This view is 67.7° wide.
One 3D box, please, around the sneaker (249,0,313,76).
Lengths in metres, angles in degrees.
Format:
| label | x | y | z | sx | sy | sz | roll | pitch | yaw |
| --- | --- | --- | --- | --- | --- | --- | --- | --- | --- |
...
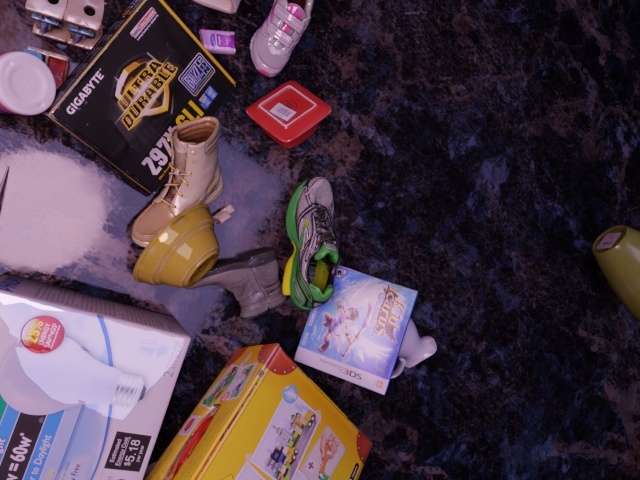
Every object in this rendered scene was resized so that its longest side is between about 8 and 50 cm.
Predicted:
| label | x | y | z | sx | sy | sz | roll | pitch | yaw |
| --- | --- | --- | --- | --- | --- | --- | --- | --- | --- |
| sneaker | -0.090 | -0.520 | 1.154 | 0.103 | 0.111 | 0.252 | 22 | 83 | -24 |

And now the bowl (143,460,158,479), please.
| label | x | y | z | sx | sy | sz | roll | pitch | yaw |
| --- | --- | --- | --- | --- | --- | --- | --- | --- | --- |
| bowl | -0.329 | 0.658 | 1.070 | 0.298 | 0.134 | 0.298 | -1 | 91 | -25 |

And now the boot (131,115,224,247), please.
| label | x | y | z | sx | sy | sz | roll | pitch | yaw |
| --- | --- | --- | --- | --- | --- | --- | --- | --- | --- |
| boot | -0.297 | -0.123 | 0.990 | 0.095 | 0.203 | 0.262 | 32 | 53 | 14 |

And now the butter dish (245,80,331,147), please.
| label | x | y | z | sx | sy | sz | roll | pitch | yaw |
| --- | --- | --- | --- | --- | --- | --- | --- | --- | --- |
| butter dish | -0.075 | -0.288 | 1.173 | 0.160 | 0.118 | 0.160 | -40 | 65 | -21 |

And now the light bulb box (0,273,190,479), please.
| label | x | y | z | sx | sy | sz | roll | pitch | yaw |
| --- | --- | --- | --- | --- | --- | --- | --- | --- | --- |
| light bulb box | -0.499 | 0.289 | 0.927 | 0.361 | 0.225 | 0.358 | 20 | 83 | -25 |

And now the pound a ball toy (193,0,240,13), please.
| label | x | y | z | sx | sy | sz | roll | pitch | yaw |
| --- | --- | --- | --- | --- | --- | --- | --- | --- | --- |
| pound a ball toy | -0.236 | -0.707 | 1.088 | 0.208 | 0.136 | 0.319 | 18 | 83 | 1 |

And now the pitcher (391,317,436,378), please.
| label | x | y | z | sx | sy | sz | roll | pitch | yaw |
| --- | --- | --- | --- | --- | --- | --- | --- | --- | --- |
| pitcher | 0.198 | 0.284 | 1.322 | 0.178 | 0.125 | 0.207 | -47 | 119 | 2 |

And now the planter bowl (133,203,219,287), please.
| label | x | y | z | sx | sy | sz | roll | pitch | yaw |
| --- | --- | --- | --- | --- | --- | --- | --- | --- | --- |
| planter bowl | -0.280 | 0.034 | 1.011 | 0.090 | 0.217 | 0.217 | 40 | 74 | 5 |

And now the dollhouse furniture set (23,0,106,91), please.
| label | x | y | z | sx | sy | sz | roll | pitch | yaw |
| --- | --- | --- | --- | --- | --- | --- | --- | --- | --- |
| dollhouse furniture set | -0.511 | -0.387 | 0.950 | 0.129 | 0.129 | 0.184 | 9 | 87 | -25 |

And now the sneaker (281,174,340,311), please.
| label | x | y | z | sx | sy | sz | roll | pitch | yaw |
| --- | --- | --- | --- | --- | --- | --- | --- | --- | --- |
| sneaker | 0.000 | 0.000 | 1.178 | 0.134 | 0.146 | 0.343 | 11 | 73 | -34 |

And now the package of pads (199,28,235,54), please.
| label | x | y | z | sx | sy | sz | roll | pitch | yaw |
| --- | --- | --- | --- | --- | --- | --- | --- | --- | --- |
| package of pads | -0.243 | -0.468 | 1.128 | 0.083 | 0.032 | 0.050 | -6 | 97 | -25 |

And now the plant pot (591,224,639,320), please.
| label | x | y | z | sx | sy | sz | roll | pitch | yaw |
| --- | --- | --- | --- | --- | --- | --- | --- | --- | --- |
| plant pot | 1.120 | 0.090 | 1.683 | 0.293 | 0.275 | 0.275 | 41 | 75 | -5 |

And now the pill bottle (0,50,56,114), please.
| label | x | y | z | sx | sy | sz | roll | pitch | yaw |
| --- | --- | --- | --- | --- | --- | --- | --- | --- | --- |
| pill bottle | -0.591 | -0.288 | 0.876 | 0.108 | 0.193 | 0.108 | -30 | 125 | -54 |

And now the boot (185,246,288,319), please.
| label | x | y | z | sx | sy | sz | roll | pitch | yaw |
| --- | --- | --- | --- | --- | --- | --- | --- | --- | --- |
| boot | -0.198 | 0.121 | 1.146 | 0.246 | 0.083 | 0.161 | -16 | 104 | -23 |

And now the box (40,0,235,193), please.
| label | x | y | z | sx | sy | sz | roll | pitch | yaw |
| --- | --- | --- | --- | --- | --- | --- | --- | --- | --- |
| box | -0.364 | -0.300 | 1.001 | 0.322 | 0.079 | 0.257 | -57 | 136 | -12 |

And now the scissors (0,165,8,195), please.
| label | x | y | z | sx | sy | sz | roll | pitch | yaw |
| --- | --- | --- | --- | --- | --- | --- | --- | --- | --- |
| scissors | -0.645 | -0.006 | 0.914 | 0.021 | 0.109 | 0.297 | 11 | 86 | -9 |

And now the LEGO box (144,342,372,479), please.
| label | x | y | z | sx | sy | sz | roll | pitch | yaw |
| --- | --- | --- | --- | --- | --- | --- | --- | --- | --- |
| LEGO box | -0.149 | 0.539 | 1.019 | 0.372 | 0.193 | 0.500 | 50 | 48 | -18 |

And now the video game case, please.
| label | x | y | z | sx | sy | sz | roll | pitch | yaw |
| --- | --- | --- | --- | --- | --- | --- | --- | --- | --- |
| video game case | 0.092 | 0.219 | 1.218 | 0.244 | 0.061 | 0.269 | 17 | 83 | 13 |

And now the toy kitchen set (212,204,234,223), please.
| label | x | y | z | sx | sy | sz | roll | pitch | yaw |
| --- | --- | --- | --- | --- | --- | --- | --- | --- | --- |
| toy kitchen set | -0.253 | -0.075 | 1.116 | 0.083 | 0.068 | 0.075 | -38 | 107 | -20 |
